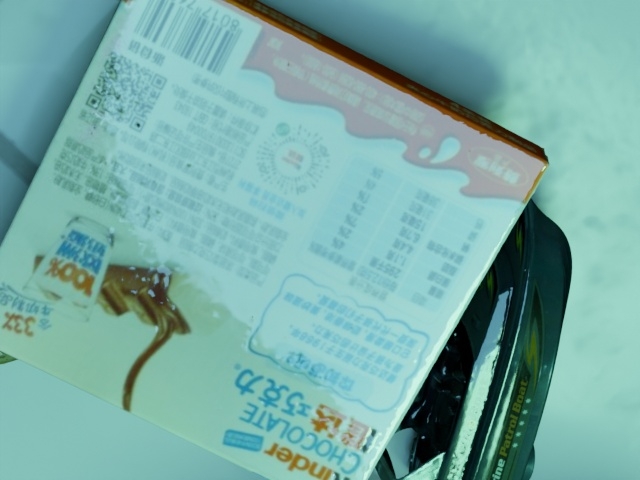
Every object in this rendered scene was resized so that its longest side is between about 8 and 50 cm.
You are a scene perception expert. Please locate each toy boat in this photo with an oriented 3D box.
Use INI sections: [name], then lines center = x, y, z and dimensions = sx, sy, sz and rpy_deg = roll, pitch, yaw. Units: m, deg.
[toy boat]
center = 0.102, 0.080, 1.259
dimensions = 0.103, 0.093, 0.246
rpy_deg = 6, 115, -17

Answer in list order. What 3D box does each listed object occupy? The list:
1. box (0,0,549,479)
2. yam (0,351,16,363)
[box]
center = -0.042, -0.001, 1.199
dimensions = 0.273, 0.048, 0.265
rpy_deg = 27, 106, -8
[yam]
center = -0.255, 0.075, 1.253
dimensions = 0.234, 0.027, 0.029
rpy_deg = -7, 142, -2
